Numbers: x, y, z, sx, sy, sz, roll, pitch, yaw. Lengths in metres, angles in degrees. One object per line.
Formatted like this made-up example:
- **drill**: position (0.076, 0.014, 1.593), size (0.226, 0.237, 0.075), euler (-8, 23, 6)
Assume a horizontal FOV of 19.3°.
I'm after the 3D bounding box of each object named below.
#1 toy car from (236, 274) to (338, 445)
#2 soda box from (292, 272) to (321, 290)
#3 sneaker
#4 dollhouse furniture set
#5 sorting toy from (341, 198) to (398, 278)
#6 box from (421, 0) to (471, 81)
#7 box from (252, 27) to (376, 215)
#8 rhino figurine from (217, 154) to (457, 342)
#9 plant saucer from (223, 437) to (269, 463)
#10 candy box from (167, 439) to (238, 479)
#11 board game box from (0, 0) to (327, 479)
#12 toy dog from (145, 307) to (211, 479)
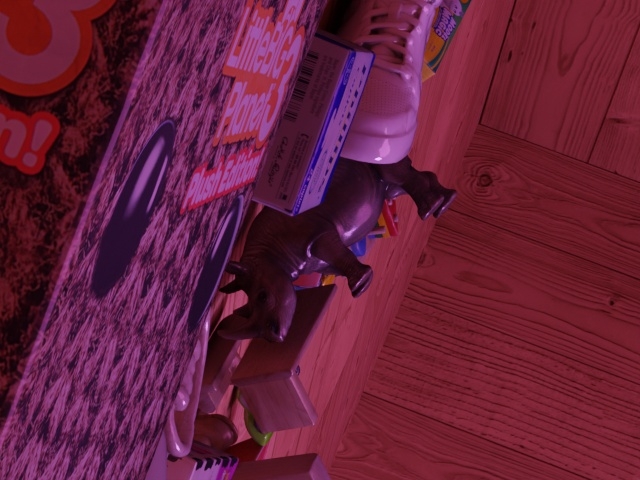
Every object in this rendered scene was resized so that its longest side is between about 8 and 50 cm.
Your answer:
- **toy car**: position (-0.040, 0.096, 1.855), size (0.239, 0.053, 0.225), euler (-48, 158, -70)
- **soda box**: position (-0.009, -0.031, 1.654), size (0.063, 0.058, 0.183), euler (-107, -144, -83)
- **sneaker**: position (0.050, -0.181, 1.563), size (0.292, 0.108, 0.169), euler (-79, -176, -66)
- **dollhouse furniture set**: position (-0.040, 0.142, 1.607), size (0.151, 0.144, 0.123), euler (65, 30, -26)
- **sorting toy**: position (0.044, -0.049, 1.864), size (0.274, 0.046, 0.132), euler (-54, 135, -70)
- **box**: position (0.082, -0.188, 1.816), size (0.105, 0.043, 0.179), euler (-30, -160, 40)
- **box**: position (-0.019, -0.092, 1.362), size (0.137, 0.072, 0.126), euler (-34, 145, -80)
- **rhino figurine**: position (0.000, 0.000, 1.555), size (0.243, 0.106, 0.073), euler (-43, 168, -22)
- **plant saucer**: position (-0.135, 0.347, 1.877), size (0.258, 0.048, 0.259), euler (-59, 168, -59)
- **candy box**: position (-0.134, 0.223, 1.397), size (0.233, 0.071, 0.159), euler (58, 53, -83)
- **board game box**: position (-0.114, -0.006, 0.558), size (0.232, 0.141, 0.291), euler (9, 102, -83)
- **toy dog**: position (-0.144, 0.105, 0.815), size (0.220, 0.161, 0.333), euler (98, 0, -51)
